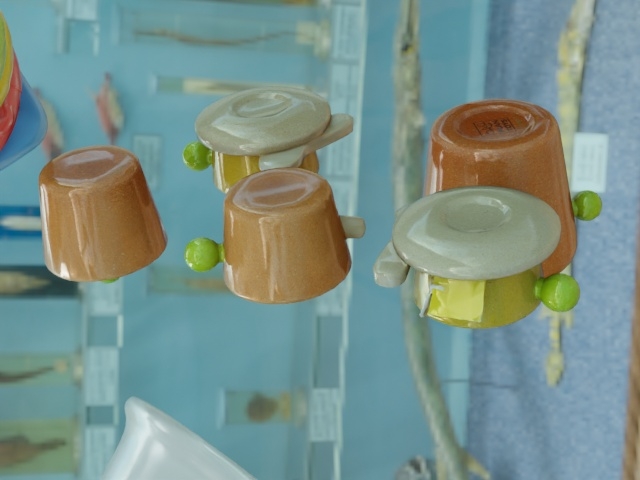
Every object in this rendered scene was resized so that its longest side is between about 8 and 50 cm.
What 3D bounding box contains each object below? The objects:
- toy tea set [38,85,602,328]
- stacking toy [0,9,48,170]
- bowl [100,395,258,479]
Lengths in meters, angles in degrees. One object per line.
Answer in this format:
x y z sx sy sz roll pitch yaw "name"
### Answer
0.000 0.000 0.746 0.200 0.336 0.124 -52 -37 -50 "toy tea set"
-0.253 -0.124 0.780 0.175 0.165 0.302 59 157 -6 "stacking toy"
-0.045 0.241 0.786 0.134 0.298 0.298 -51 13 -14 "bowl"
